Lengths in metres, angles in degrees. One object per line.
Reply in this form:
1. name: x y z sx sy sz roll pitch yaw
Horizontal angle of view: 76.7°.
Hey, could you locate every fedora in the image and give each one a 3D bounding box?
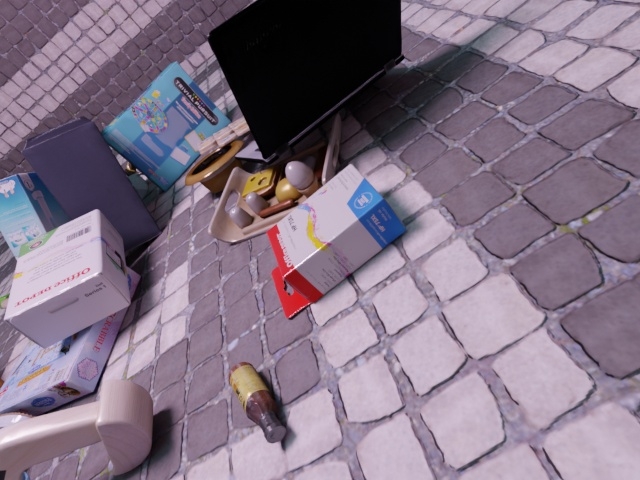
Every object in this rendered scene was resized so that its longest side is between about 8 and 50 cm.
1. fedora: -0.267 -0.188 1.078 0.194 0.079 0.194 -25 30 16

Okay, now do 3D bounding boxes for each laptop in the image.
1. laptop: -0.043 -0.362 0.824 0.382 0.236 0.408 -40 26 -12

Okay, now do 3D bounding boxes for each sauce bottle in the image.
1. sauce bottle: -0.085 0.212 0.537 0.042 0.042 0.128 -48 34 -7

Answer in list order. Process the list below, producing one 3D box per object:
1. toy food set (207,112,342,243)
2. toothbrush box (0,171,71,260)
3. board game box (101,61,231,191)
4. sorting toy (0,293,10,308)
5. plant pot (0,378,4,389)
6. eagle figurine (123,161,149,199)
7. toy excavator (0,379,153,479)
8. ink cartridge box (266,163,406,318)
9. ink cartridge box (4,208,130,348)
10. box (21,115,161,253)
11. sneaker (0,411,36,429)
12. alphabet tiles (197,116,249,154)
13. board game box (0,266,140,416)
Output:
1. toy food set: -0.095 -0.134 0.853 0.306 0.092 0.219 -18 43 29
2. toothbrush box: -0.844 -0.054 1.244 0.126 0.295 0.216 -20 14 3
3. board game box: -0.506 -0.371 1.343 0.336 0.254 0.079 -51 36 -11
4. sorting toy: -0.725 0.131 1.113 0.348 0.047 0.196 -12 17 20
5. plant pot: -0.991 0.420 1.044 0.291 0.203 0.290 -25 39 22
6. eagle figurine: -0.786 -0.196 1.431 0.298 0.226 0.225 -29 -1 -43
7. toy excavator: -0.515 0.383 0.589 0.445 0.433 0.222 -62 30 22
8. ink cartridge box: 0.000 0.000 0.641 0.231 0.078 0.134 -39 36 7
9. ink cartridge box: -0.569 0.076 0.930 0.202 0.117 0.278 -28 42 -10
10. box: -0.651 -0.156 1.162 0.179 0.343 0.313 -33 33 -19
11. sneaker: -0.706 0.457 0.829 0.282 0.099 0.153 -21 39 23
12. alphabet tiles: -0.240 -0.343 1.201 0.284 0.021 0.278 -33 26 -3
13. board game box: -0.608 0.246 0.974 0.319 0.066 0.317 -25 39 22
